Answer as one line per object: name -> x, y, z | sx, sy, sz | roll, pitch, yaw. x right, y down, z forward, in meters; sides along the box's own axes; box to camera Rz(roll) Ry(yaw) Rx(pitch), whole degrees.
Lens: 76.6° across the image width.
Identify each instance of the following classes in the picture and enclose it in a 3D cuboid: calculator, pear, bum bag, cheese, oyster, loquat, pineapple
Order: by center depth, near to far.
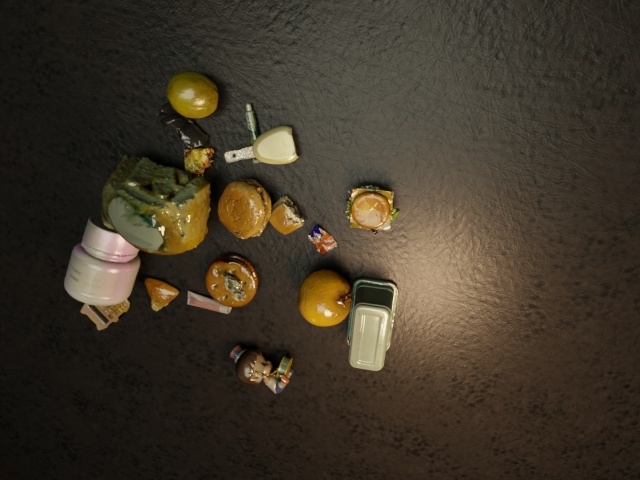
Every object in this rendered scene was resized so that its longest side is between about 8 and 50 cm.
pear -> -0.422, -0.484, 1.352 | 0.162, 0.149, 0.148 | 4, 111, -10
cheese -> -0.207, -0.310, 1.397 | 0.252, 0.054, 0.127 | -13, 106, 3
bum bag -> -0.489, -0.404, 1.440 | 0.198, 0.049, 0.087 | 45, 70, -6
pineapple -> -0.446, -0.298, 1.471 | 0.137, 0.069, 0.116 | -44, 91, 12
loquat -> 0.018, 0.212, 1.483 | 0.208, 0.208, 0.208 | 4, 110, 10
oyster -> -0.331, 0.175, 1.565 | 0.098, 0.037, 0.100 | 13, 132, 26
calculator -> -0.942, 0.291, 1.792 | 0.236, 0.033, 0.157 | -36, 99, 18

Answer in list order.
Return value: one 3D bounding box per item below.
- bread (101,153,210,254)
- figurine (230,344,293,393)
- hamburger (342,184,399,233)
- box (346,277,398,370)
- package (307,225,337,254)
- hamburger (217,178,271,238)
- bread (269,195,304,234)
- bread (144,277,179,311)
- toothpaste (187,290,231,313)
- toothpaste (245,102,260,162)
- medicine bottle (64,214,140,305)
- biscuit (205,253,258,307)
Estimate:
bread -> -0.600, -0.118, 1.390 | 0.395, 0.264, 0.239 | 21, 127, 7
figurine -> -0.251, 0.527, 1.686 | 0.276, 0.161, 0.158 | 16, 89, 3
hamburger -> 0.176, -0.113, 1.395 | 0.190, 0.093, 0.164 | 17, 114, 6
box -> 0.184, 0.320, 1.503 | 0.175, 0.182, 0.311 | 8, 111, 8
package -> 0.000, -0.001, 1.504 | 0.111, 0.033, 0.077 | 43, 89, -21
hamburger -> -0.271, -0.117, 1.456 | 0.214, 0.108, 0.213 | 9, 107, 32
bread -> -0.129, -0.084, 1.470 | 0.106, 0.082, 0.125 | -38, 101, 16
bread -> -0.657, 0.226, 1.703 | 0.136, 0.054, 0.154 | -7, 111, 10
toothpaste -> -0.467, 0.262, 1.687 | 0.195, 0.043, 0.067 | 14, 114, 12
toothpaste -> -0.232, -0.372, 1.414 | 0.049, 0.031, 0.204 | -4, 110, 13
medicine bottle -> -0.830, 0.073, 1.577 | 0.241, 0.241, 0.301 | 24, 103, 2
biscuit -> -0.354, 0.160, 1.611 | 0.221, 0.066, 0.220 | 3, 109, 10
